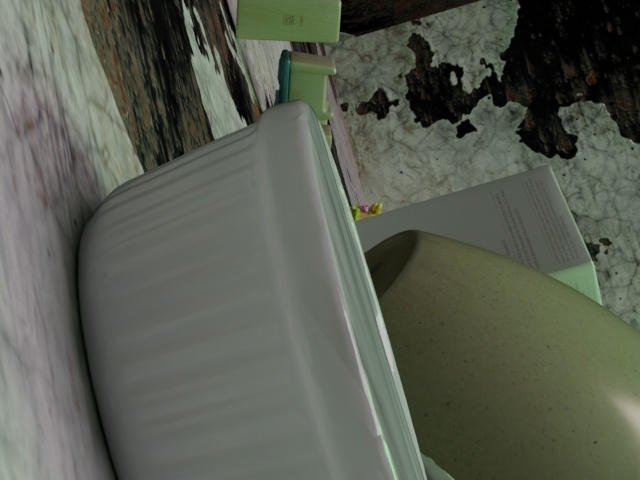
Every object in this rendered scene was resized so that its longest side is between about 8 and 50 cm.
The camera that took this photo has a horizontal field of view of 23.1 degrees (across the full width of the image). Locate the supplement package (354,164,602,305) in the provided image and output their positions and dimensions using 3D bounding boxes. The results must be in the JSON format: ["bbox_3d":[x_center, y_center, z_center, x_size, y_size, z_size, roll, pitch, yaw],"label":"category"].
[{"bbox_3d":[0.120,0.076,1.536,0.175,0.293,0.177,-102,175,-54],"label":"supplement package"}]

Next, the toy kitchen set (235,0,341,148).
[{"bbox_3d":[-0.046,-0.219,1.924,0.166,0.122,0.207,-97,-170,-66],"label":"toy kitchen set"}]

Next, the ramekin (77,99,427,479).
[{"bbox_3d":[-0.029,0.072,0.804,0.273,0.127,0.273,-16,90,-85],"label":"ramekin"}]

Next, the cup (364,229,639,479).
[{"bbox_3d":[0.098,0.131,1.301,0.237,0.331,0.331,46,11,-11],"label":"cup"}]

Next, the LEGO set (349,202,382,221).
[{"bbox_3d":[0.000,0.000,1.838,0.287,0.107,0.132,-106,-146,-82],"label":"LEGO set"}]

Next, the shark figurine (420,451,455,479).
[{"bbox_3d":[0.068,0.216,1.036,0.278,0.116,0.166,60,-36,16],"label":"shark figurine"}]
